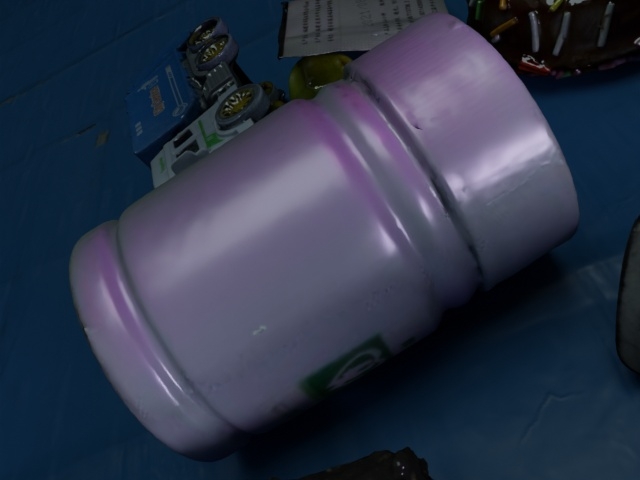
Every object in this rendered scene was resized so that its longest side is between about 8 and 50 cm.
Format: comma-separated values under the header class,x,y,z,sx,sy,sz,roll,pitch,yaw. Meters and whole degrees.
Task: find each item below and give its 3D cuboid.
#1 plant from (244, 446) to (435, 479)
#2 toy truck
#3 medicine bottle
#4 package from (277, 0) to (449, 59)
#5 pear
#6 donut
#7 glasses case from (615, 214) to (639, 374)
class,x,y,z,sx,sy,sz,roll,pitch,yaw
plant,-0.007,0.209,0.345,0.203,0.131,0.142,-34,45,2
toy truck,-0.127,-0.142,0.736,0.175,0.146,0.367,-37,39,7
medicine bottle,0.000,0.000,0.473,0.325,0.212,0.212,-33,42,2
package,0.051,-0.275,0.746,0.204,0.062,0.251,-7,29,5
pear,0.005,-0.179,0.732,0.097,0.092,0.092,127,159,-48
donut,0.281,-0.281,0.640,0.270,0.103,0.269,-18,43,17
glasses case,0.305,0.054,0.286,0.060,0.114,0.299,-12,16,-38
